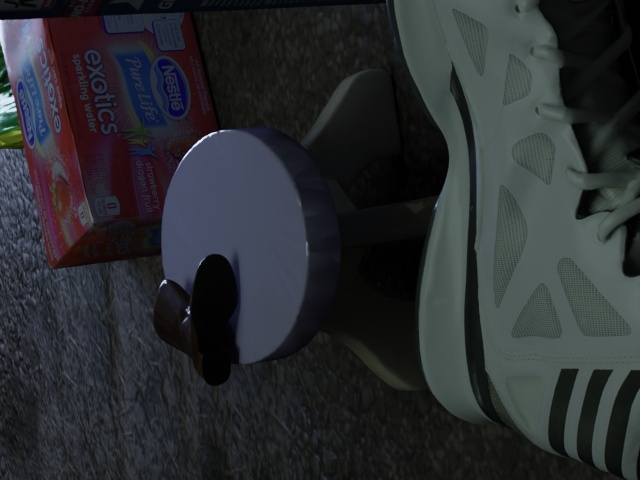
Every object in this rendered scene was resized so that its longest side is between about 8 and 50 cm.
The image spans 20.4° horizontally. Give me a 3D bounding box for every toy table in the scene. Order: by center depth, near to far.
[{"bbox_3d":[0.000,0.000,1.350,0.274,0.161,0.252,11,106,62],"label":"toy table"}]

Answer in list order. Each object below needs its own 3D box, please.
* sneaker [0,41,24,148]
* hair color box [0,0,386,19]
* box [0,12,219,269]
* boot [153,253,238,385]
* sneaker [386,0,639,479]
[{"bbox_3d":[-0.357,-0.180,2.044,0.295,0.109,0.123,32,128,57],"label":"sneaker"},{"bbox_3d":[-0.086,-0.260,1.253,0.105,0.347,0.174,-49,53,54],"label":"hair color box"},{"bbox_3d":[-0.203,-0.139,1.717,0.142,0.154,0.300,-38,64,59],"label":"box"},{"bbox_3d":[-0.100,0.045,1.349,0.114,0.037,0.106,-141,51,-61],"label":"boot"},{"bbox_3d":[0.181,-0.064,1.034,0.257,0.169,0.447,23,124,49],"label":"sneaker"}]
